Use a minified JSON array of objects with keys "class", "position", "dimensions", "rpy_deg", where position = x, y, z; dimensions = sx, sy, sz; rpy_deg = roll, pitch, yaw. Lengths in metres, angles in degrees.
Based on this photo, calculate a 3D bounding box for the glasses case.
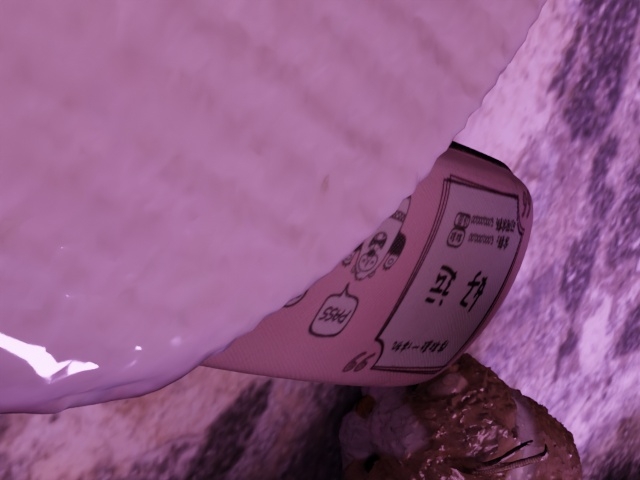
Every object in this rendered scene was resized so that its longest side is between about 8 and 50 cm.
[{"class":"glasses case","position":[0.000,0.000,0.864],"dimensions":[0.314,0.075,0.122],"rpy_deg":[14,109,-56]}]

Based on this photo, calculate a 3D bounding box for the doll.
[{"class":"doll","position":[0.086,0.130,1.072],"dimensions":[0.105,0.115,0.221],"rpy_deg":[-64,155,-9]}]

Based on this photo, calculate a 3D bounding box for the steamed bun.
[{"class":"steamed bun","position":[-0.087,-0.150,0.464],"dimensions":[0.374,0.241,0.374],"rpy_deg":[-32,136,-38]}]
